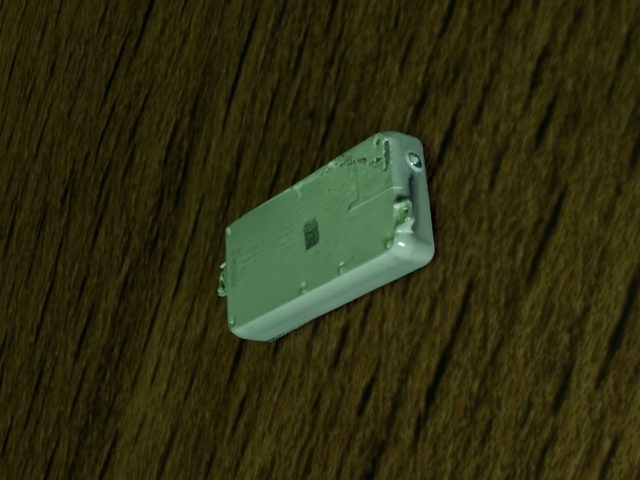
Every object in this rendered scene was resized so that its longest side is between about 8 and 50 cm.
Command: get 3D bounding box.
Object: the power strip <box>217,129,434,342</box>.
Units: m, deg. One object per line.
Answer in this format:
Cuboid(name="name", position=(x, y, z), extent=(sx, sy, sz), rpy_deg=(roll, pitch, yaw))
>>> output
Cuboid(name="power strip", position=(0.000, 0.000, 0.864), extent=(0.192, 0.035, 0.081), rpy_deg=(-29, 57, 47))
